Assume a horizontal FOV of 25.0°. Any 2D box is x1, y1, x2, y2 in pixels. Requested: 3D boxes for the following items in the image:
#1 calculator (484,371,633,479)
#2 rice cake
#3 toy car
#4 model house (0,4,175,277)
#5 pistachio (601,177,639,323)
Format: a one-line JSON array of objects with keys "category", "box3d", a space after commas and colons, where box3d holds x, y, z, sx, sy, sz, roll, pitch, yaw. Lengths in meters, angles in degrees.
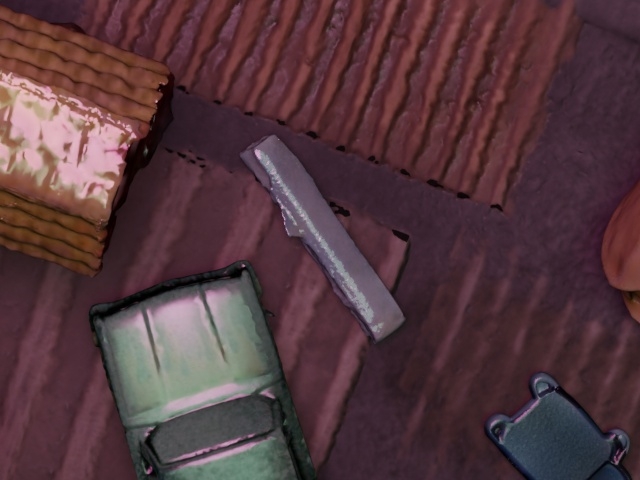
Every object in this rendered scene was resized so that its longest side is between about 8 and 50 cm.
[{"category": "calculator", "box3d": [0.196, 0.172, 1.135, 0.094, 0.019, 0.141, -43, 98, -1]}, {"category": "rice cake", "box3d": [0.000, 0.000, 1.098, 0.042, 0.030, 0.180, -36, 96, -15]}, {"category": "toy car", "box3d": [-0.063, 0.183, 1.072, 0.141, 0.097, 0.321, -17, 95, -5]}, {"category": "model house", "box3d": [-0.209, -0.076, 0.965, 0.196, 0.254, 0.160, 21, 95, -5]}, {"category": "pistachio", "box3d": [0.308, -0.031, 1.072, 0.229, 0.157, 0.157, -43, 96, 4]}]
